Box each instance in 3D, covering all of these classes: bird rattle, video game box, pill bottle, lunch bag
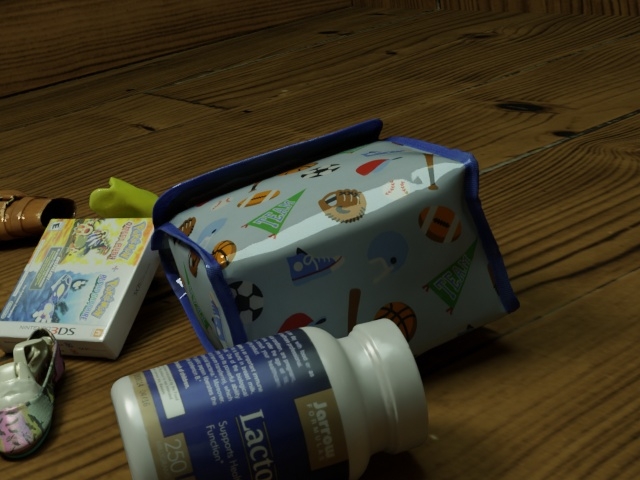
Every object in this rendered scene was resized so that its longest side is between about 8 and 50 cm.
[{"bbox_3d":[-0.254,0.014,1.556,0.253,0.143,0.207,21,34,34],"label":"bird rattle"},{"bbox_3d":[-0.319,0.060,1.415,0.187,0.048,0.205,1,52,23],"label":"video game box"},{"bbox_3d":[-0.045,0.165,0.967,0.265,0.153,0.153,-15,20,-13],"label":"pill bottle"},{"bbox_3d":[-0.013,0.006,1.262,0.328,0.239,0.385,-21,17,-14],"label":"lunch bag"}]

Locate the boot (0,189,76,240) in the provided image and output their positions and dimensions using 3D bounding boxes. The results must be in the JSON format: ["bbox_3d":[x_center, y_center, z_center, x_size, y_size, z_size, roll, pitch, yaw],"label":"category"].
[{"bbox_3d":[-0.574,-0.017,1.826,0.220,0.109,0.283,2,15,19],"label":"boot"}]

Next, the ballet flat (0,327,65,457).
[{"bbox_3d":[-0.342,0.164,1.221,0.077,0.079,0.221,-9,20,0],"label":"ballet flat"}]
